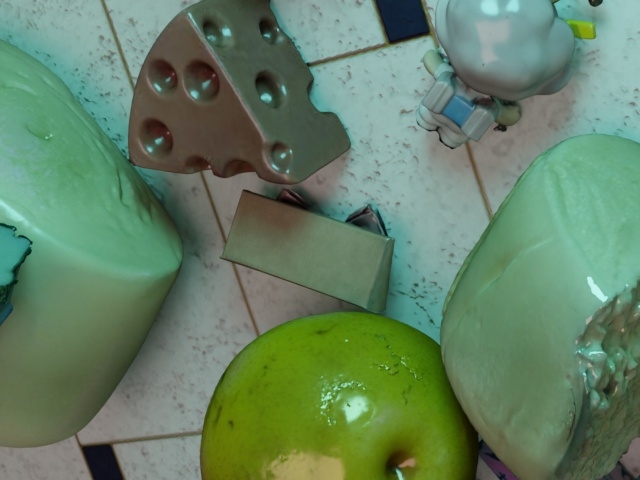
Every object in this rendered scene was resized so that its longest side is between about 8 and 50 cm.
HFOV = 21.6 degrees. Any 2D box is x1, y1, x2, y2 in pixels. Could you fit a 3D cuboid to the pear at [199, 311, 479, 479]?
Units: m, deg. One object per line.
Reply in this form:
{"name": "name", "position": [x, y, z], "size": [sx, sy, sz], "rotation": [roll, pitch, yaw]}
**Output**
{"name": "pear", "position": [0.016, 0.202, 1.670], "size": [0.285, 0.336, 0.284], "rotation": [0, 97, -3]}

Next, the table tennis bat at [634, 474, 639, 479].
{"name": "table tennis bat", "position": [0.327, 0.276, 1.604], "size": [0.033, 0.124, 0.201], "rotation": [52, 156, 43]}

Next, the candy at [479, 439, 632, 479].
{"name": "candy", "position": [0.240, 0.234, 1.653], "size": [0.160, 0.073, 0.092], "rotation": [50, 126, 6]}

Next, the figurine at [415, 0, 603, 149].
{"name": "figurine", "position": [0.154, -0.167, 1.521], "size": [0.137, 0.112, 0.229], "rotation": [42, 137, 5]}

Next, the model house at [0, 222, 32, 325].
{"name": "model house", "position": [-0.366, 0.057, 1.634], "size": [0.148, 0.119, 0.148], "rotation": [16, 119, 0]}

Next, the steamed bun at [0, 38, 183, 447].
{"name": "steamed bun", "position": [-0.396, -0.006, 1.832], "size": [0.456, 0.290, 0.371], "rotation": [39, 123, 12]}

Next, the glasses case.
{"name": "glasses case", "position": [0.000, 0.000, 1.727], "size": [0.193, 0.070, 0.102], "rotation": [18, 91, 29]}

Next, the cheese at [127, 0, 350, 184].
{"name": "cheese", "position": [-0.103, -0.130, 1.699], "size": [0.177, 0.128, 0.203], "rotation": [-27, 98, 40]}

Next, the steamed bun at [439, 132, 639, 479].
{"name": "steamed bun", "position": [0.234, 0.072, 1.468], "size": [0.273, 0.272, 0.290], "rotation": [33, 121, 19]}
